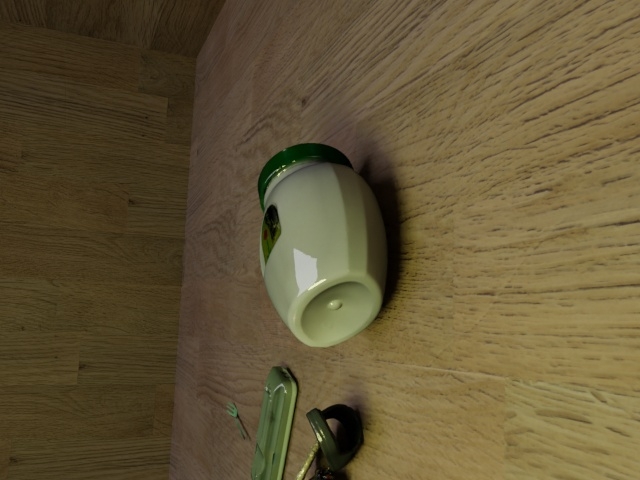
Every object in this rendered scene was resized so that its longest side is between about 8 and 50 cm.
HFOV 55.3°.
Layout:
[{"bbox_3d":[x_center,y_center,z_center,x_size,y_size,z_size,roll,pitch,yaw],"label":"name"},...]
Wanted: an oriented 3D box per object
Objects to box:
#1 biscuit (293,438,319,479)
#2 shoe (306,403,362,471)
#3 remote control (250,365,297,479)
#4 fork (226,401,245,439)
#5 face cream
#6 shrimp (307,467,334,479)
[{"bbox_3d":[-0.029,0.477,1.299,0.152,0.020,0.152,-59,-9,-15],"label":"biscuit"},{"bbox_3d":[0.037,0.367,1.167,0.108,0.093,0.241,61,173,25],"label":"shoe"},{"bbox_3d":[-0.126,0.497,1.572,0.128,0.065,0.335,-147,65,-62],"label":"remote control"},{"bbox_3d":[-0.262,0.579,1.949,0.235,0.021,0.039,-153,66,-65],"label":"fork"},{"bbox_3d":[0.000,0.000,1.172,0.357,0.219,0.312,-103,26,-44],"label":"face cream"},{"bbox_3d":[-0.003,0.586,1.234,0.290,0.054,0.222,106,159,-46],"label":"shrimp"}]
